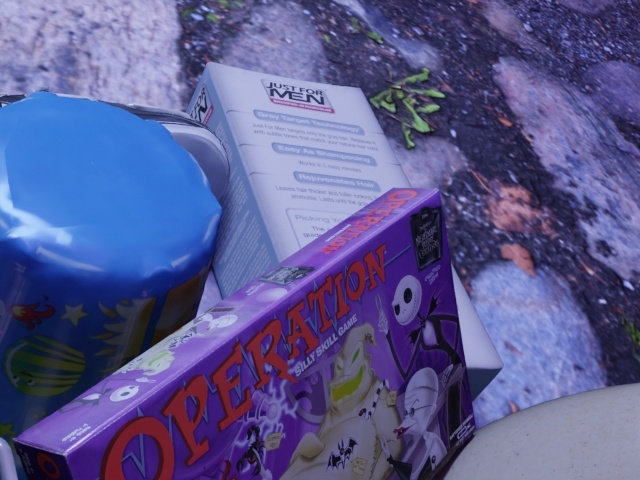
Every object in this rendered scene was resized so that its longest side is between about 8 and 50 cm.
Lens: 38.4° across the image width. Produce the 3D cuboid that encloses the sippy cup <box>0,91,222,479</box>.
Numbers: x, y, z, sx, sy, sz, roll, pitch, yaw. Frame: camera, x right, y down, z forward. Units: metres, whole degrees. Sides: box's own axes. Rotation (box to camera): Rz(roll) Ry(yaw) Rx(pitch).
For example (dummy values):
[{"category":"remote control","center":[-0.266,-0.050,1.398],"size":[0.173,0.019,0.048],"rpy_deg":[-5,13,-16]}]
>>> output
[{"category":"sippy cup","center":[-0.180,0.032,0.628],"size":[0.305,0.224,0.240],"rpy_deg":[29,38,-4]}]

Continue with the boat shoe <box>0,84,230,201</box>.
[{"category":"boat shoe","center":[-0.236,-0.083,0.801],"size":[0.306,0.113,0.105],"rpy_deg":[-4,28,-14]}]

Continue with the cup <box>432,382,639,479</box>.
[{"category":"cup","center":[0.235,0.238,0.672],"size":[0.331,0.237,0.331],"rpy_deg":[19,39,-17]}]

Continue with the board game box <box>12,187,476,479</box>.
[{"category":"board game box","center":[-0.011,0.121,0.580],"size":[0.347,0.056,0.208],"rpy_deg":[-34,116,-45]}]

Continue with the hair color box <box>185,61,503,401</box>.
[{"category":"hair color box","center":[0.000,0.000,0.876],"size":[0.185,0.113,0.374],"rpy_deg":[5,46,-31]}]

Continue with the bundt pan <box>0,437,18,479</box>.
[{"category":"bundt pan","center":[-0.247,0.218,0.358],"size":[0.331,0.124,0.330],"rpy_deg":[12,53,-16]}]
